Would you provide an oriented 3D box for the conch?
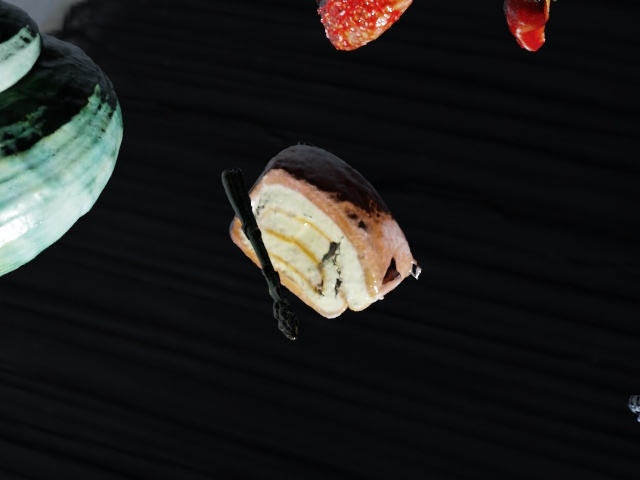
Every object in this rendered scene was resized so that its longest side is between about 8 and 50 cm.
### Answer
[{"bbox_3d":[-0.223,-0.079,1.141,0.175,0.122,0.188,-20,80,-26],"label":"conch"}]

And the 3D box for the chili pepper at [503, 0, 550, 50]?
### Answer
[{"bbox_3d":[0.191,-0.221,1.461,0.268,0.050,0.059,71,27,-79],"label":"chili pepper"}]

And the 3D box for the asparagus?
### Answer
[{"bbox_3d":[-0.056,0.012,1.558,0.022,0.233,0.023,-33,138,11],"label":"asparagus"}]

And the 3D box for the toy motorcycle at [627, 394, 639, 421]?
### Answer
[{"bbox_3d":[0.306,0.141,1.226,0.205,0.114,0.076,134,-21,-80],"label":"toy motorcycle"}]

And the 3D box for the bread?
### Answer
[{"bbox_3d":[0.006,-0.008,2.028,0.123,0.244,0.190,-41,162,-51],"label":"bread"}]

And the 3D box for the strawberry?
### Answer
[{"bbox_3d":[0.054,-0.284,1.753,0.131,0.131,0.148,-41,133,-47],"label":"strawberry"}]
